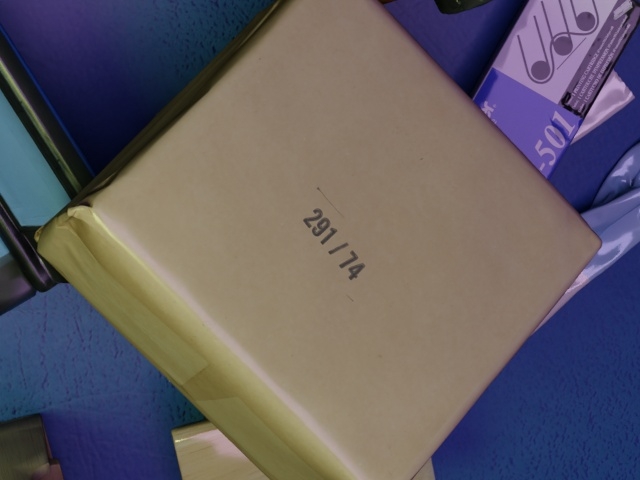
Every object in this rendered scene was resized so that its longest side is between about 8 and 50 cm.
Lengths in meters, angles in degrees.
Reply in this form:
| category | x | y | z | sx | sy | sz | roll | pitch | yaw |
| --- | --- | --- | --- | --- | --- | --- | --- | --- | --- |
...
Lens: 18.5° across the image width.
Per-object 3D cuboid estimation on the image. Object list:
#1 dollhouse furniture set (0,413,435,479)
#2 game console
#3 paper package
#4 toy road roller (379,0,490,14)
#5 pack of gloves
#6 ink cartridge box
| category | x | y | z | sx | sy | sz | roll | pitch | yaw |
| --- | --- | --- | --- | --- | --- | --- | --- | --- | --- |
| dollhouse furniture set | -0.090 | 0.226 | 1.686 | 0.394 | 0.256 | 0.362 | -14 | 108 | -7 |
| game console | -0.324 | -0.045 | 1.617 | 0.173 | 0.250 | 0.293 | -41 | 111 | -26 |
| paper package | 0.000 | 0.000 | 1.539 | 0.325 | 0.168 | 0.309 | 46 | 68 | -9 |
| toy road roller | 0.091 | -0.326 | 1.629 | 0.329 | 0.240 | 0.202 | -45 | 113 | -37 |
| pack of gloves | 0.214 | -0.040 | 1.785 | 0.232 | 0.046 | 0.195 | -41 | 109 | 2 |
| ink cartridge box | 0.196 | -0.141 | 1.738 | 0.097 | 0.046 | 0.207 | 30 | 95 | -4 |
